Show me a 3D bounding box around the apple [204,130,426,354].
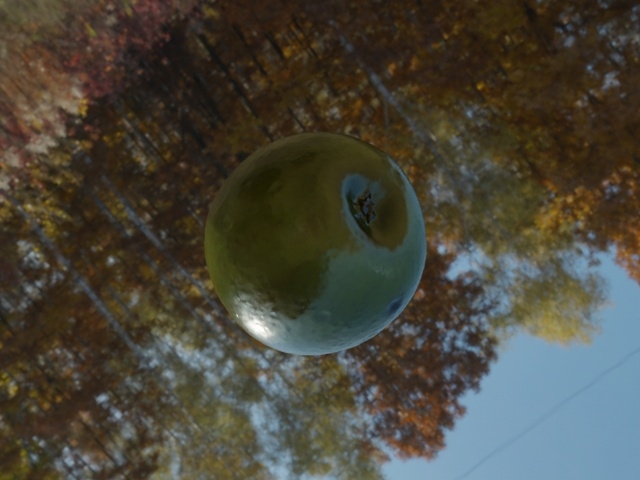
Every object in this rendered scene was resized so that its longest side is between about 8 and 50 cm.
[{"bbox_3d":[0.000,0.000,0.695,0.157,0.196,0.196,-33,-164,49],"label":"apple"}]
